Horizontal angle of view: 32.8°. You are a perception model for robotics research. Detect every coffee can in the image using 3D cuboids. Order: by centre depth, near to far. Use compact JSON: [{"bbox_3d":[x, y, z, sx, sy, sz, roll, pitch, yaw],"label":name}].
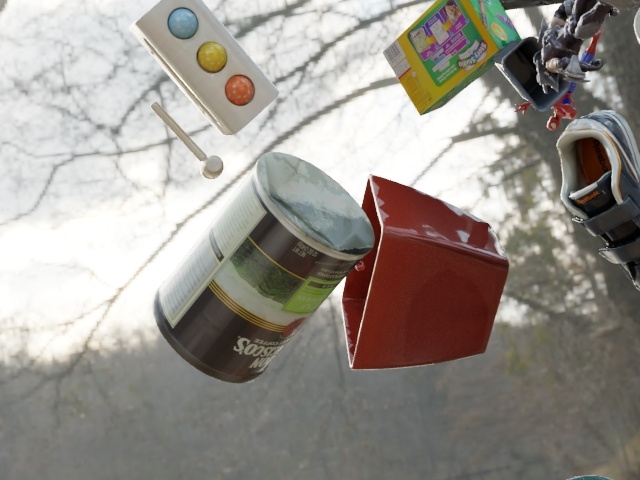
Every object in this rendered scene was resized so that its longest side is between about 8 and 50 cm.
[{"bbox_3d":[-0.084,0.040,1.549,0.201,0.201,0.275,5,-47,-50],"label":"coffee can"}]

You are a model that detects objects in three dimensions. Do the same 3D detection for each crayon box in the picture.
[{"bbox_3d":[0.264,-0.396,2.229,0.081,0.165,0.278,-25,-7,-39],"label":"crayon box"}]

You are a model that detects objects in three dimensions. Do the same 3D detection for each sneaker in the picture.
[{"bbox_3d":[0.448,-0.036,1.630,0.127,0.321,0.126,-19,-10,-45],"label":"sneaker"}]

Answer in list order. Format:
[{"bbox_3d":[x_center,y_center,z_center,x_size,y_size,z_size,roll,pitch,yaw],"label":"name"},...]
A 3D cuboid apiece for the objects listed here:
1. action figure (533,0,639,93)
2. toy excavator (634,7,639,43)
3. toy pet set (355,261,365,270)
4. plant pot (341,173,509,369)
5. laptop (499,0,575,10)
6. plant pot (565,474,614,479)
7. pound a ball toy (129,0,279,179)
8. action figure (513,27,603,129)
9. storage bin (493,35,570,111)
[{"bbox_3d":[0.429,-0.354,1.780,0.099,0.185,0.285,7,-34,-16],"label":"action figure"},{"bbox_3d":[0.800,-0.553,2.010,0.433,0.445,0.222,-8,-29,27],"label":"toy excavator"},{"bbox_3d":[0.000,0.000,1.714,0.114,0.122,0.065,-19,-46,4],"label":"toy pet set"},{"bbox_3d":[0.182,0.064,1.902,0.235,0.267,0.267,8,23,-7],"label":"plant pot"},{"bbox_3d":[0.558,-0.671,2.778,0.234,0.137,0.264,-6,-15,10],"label":"laptop"},{"bbox_3d":[0.426,0.486,1.662,0.293,0.196,0.293,-24,28,13],"label":"plant pot"},{"bbox_3d":[-0.225,-0.292,2.020,0.208,0.319,0.136,-44,16,-13],"label":"pound a ball toy"},{"bbox_3d":[0.539,-0.359,2.481,0.139,0.091,0.280,-20,-42,-26],"label":"action figure"},{"bbox_3d":[0.393,-0.321,2.044,0.098,0.135,0.091,-44,21,1],"label":"storage bin"}]
